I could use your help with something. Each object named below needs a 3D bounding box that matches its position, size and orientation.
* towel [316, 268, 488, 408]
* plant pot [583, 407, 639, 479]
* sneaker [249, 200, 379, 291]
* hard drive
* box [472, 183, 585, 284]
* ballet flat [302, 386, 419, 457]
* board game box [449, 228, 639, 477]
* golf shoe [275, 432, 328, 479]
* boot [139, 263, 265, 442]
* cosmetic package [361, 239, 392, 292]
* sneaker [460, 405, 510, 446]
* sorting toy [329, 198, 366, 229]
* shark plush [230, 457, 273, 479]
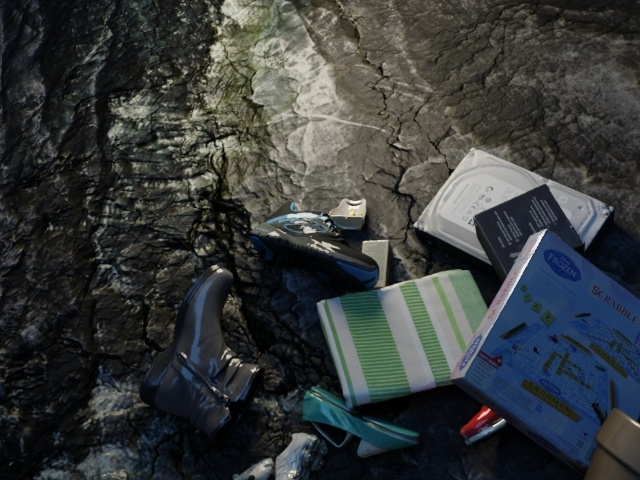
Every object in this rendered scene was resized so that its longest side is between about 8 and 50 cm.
[{"bbox_3d":[0.176,0.185,1.704,0.325,0.038,0.248,-12,54,-7],"label":"towel"},{"bbox_3d":[0.507,0.462,1.328,0.323,0.323,0.280,36,90,32],"label":"plant pot"},{"bbox_3d":[0.000,0.000,1.846,0.341,0.125,0.139,22,61,38],"label":"sneaker"},{"bbox_3d":[0.394,-0.036,1.801,0.339,0.064,0.237,30,72,30],"label":"hard drive"},{"bbox_3d":[0.399,0.000,1.680,0.158,0.093,0.156,-23,56,1],"label":"box"},{"bbox_3d":[0.070,0.360,1.656,0.247,0.083,0.087,20,91,27],"label":"ballet flat"},{"bbox_3d":[0.433,0.200,1.532,0.318,0.066,0.318,37,71,-7],"label":"board game box"},{"bbox_3d":[-0.058,0.445,1.654,0.086,0.069,0.176,8,57,45],"label":"golf shoe"},{"bbox_3d":[-0.203,0.232,1.807,0.222,0.118,0.338,19,77,24],"label":"boot"},{"bbox_3d":[0.116,0.059,1.842,0.060,0.041,0.115,-1,59,17],"label":"cosmetic package"},{"bbox_3d":[0.338,0.260,1.595,0.279,0.107,0.118,-41,76,-22],"label":"sneaker"},{"bbox_3d":[0.069,-0.064,1.938,0.083,0.045,0.075,3,53,20],"label":"sorting toy"},{"bbox_3d":[-0.158,0.475,1.681,0.161,0.073,0.067,-35,32,19],"label":"shark plush"}]
